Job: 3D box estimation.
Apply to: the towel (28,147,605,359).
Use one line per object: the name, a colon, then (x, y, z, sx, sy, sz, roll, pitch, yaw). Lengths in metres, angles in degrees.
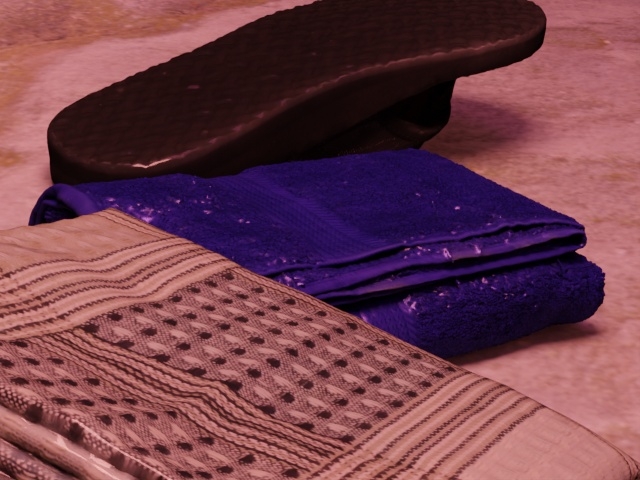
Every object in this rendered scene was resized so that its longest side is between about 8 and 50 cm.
towel: (0.000, 0.000, 0.861, 0.308, 0.076, 0.228, -8, 30, -33)

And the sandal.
sandal: (-0.009, -0.105, 1.086, 0.446, 0.107, 0.167, -24, 39, -30)

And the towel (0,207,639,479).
towel: (-0.049, 0.057, 0.536, 0.312, 0.056, 0.324, 26, 15, 21)
